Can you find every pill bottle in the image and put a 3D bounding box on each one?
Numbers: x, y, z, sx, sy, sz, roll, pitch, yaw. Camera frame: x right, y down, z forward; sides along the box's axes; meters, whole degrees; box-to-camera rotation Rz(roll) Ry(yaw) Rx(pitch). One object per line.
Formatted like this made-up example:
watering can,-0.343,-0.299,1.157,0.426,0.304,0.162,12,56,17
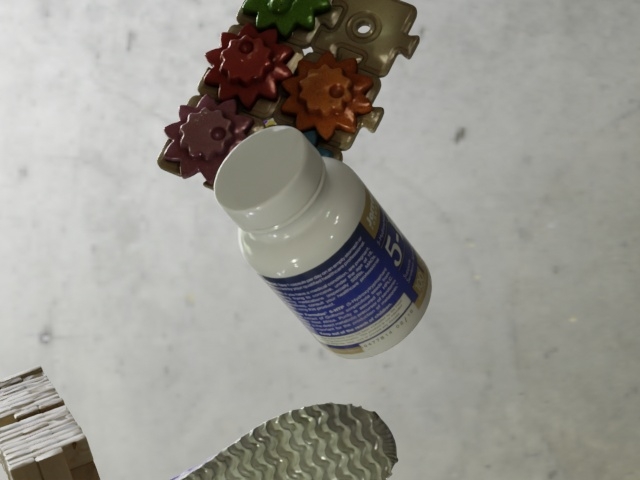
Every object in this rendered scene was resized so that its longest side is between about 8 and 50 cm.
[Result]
pill bottle,0.000,0.000,1.244,0.112,0.187,0.112,-21,44,21

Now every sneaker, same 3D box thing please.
sneaker,-0.076,0.229,1.412,0.102,0.293,0.146,65,170,3

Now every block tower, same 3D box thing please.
block tower,-0.325,0.239,1.814,0.335,0.091,0.097,-149,42,-68

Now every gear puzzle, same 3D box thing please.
gear puzzle,-0.006,-0.185,1.434,0.175,0.044,0.339,22,74,15

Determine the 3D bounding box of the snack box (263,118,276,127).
snack box,-0.032,-0.126,1.664,0.100,0.141,0.037,9,127,23
